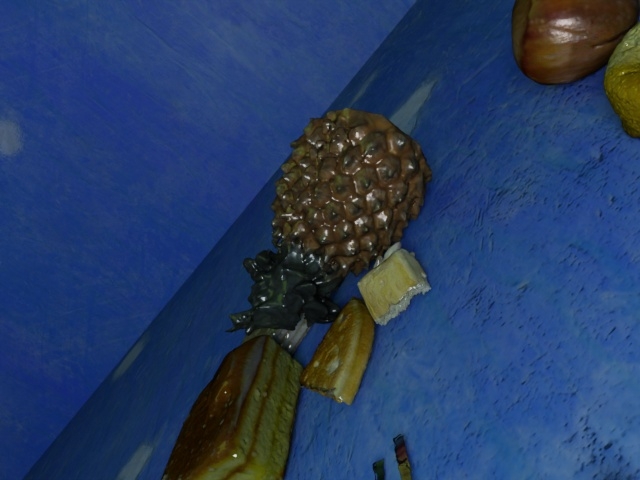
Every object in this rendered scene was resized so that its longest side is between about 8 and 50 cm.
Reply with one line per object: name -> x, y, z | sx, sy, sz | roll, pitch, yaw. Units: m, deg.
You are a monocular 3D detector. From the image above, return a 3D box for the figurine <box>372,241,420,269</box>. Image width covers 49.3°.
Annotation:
figurine -> 0.092, 0.046, 0.901 | 0.083, 0.047, 0.051 | -52, 24, 18

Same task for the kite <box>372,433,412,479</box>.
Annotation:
kite -> 0.050, 0.263, 0.549 | 0.152, 0.015, 0.285 | -48, 15, 14

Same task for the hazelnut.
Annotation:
hazelnut -> 0.302, -0.256, 0.838 | 0.150, 0.150, 0.150 | -47, 15, 17

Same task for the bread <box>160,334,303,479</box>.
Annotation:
bread -> -0.119, 0.254, 0.906 | 0.184, 0.110, 0.234 | -46, 16, 23

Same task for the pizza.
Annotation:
pizza -> 0.022, 0.149, 0.859 | 0.131, 0.041, 0.178 | -49, 16, 21

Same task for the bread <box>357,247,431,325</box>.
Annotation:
bread -> 0.088, 0.055, 0.854 | 0.083, 0.035, 0.070 | -46, 50, 20

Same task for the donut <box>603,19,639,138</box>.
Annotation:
donut -> 0.334, -0.174, 0.631 | 0.178, 0.065, 0.162 | -36, 21, 44

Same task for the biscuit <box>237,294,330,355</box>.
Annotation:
biscuit -> -0.074, 0.153, 1.112 | 0.239, 0.061, 0.108 | -56, 15, -13

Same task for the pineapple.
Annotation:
pineapple -> 0.002, 0.001, 0.998 | 0.357, 0.222, 0.223 | -61, 15, -9
